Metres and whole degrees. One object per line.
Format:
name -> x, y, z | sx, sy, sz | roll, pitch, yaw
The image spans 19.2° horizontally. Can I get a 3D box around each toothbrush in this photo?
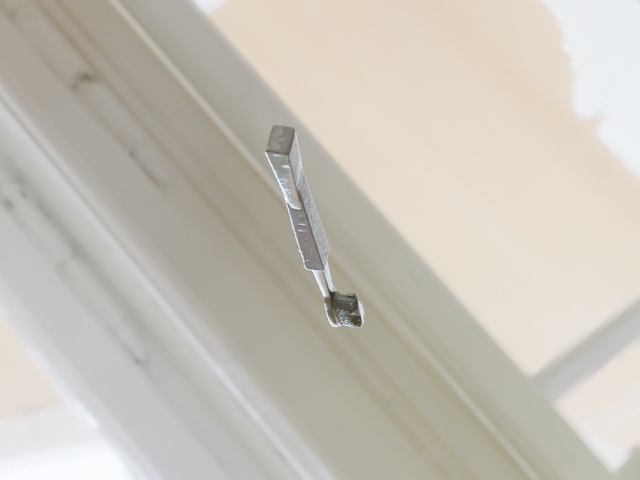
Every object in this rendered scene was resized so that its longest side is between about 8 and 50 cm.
toothbrush -> -0.002, 0.000, 0.875 | 0.194, 0.017, 0.014 | 68, -148, -62
